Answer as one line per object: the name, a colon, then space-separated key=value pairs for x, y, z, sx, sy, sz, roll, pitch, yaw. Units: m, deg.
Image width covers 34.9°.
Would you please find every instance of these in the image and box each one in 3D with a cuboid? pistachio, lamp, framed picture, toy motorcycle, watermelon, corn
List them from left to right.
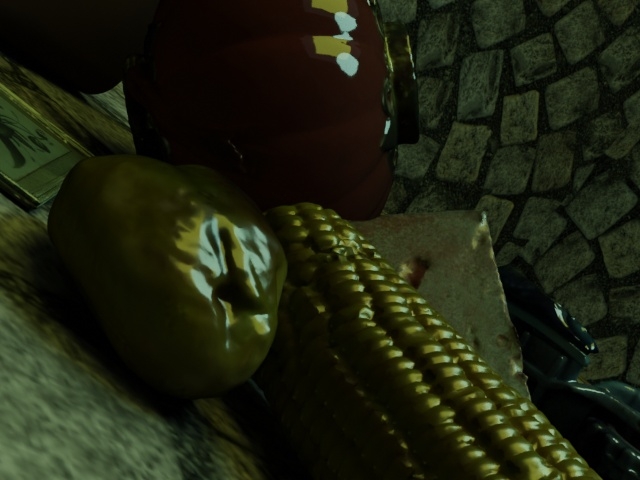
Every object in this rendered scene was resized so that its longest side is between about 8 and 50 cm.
framed picture: x=-0.241 y=-0.093 z=0.710 sx=0.173 sy=0.010 sz=0.231 roll=39 pitch=7 yaw=-10
pistachio: x=-0.086 y=0.002 z=0.546 sx=0.110 sy=0.100 sz=0.189 roll=41 pitch=6 yaw=-38
lamp: x=-0.042 y=-0.126 z=0.927 sx=0.303 sy=0.257 sz=0.303 roll=170 pitch=-90 yaw=-89
watermelon: x=0.063 y=0.058 z=0.751 sx=0.256 sy=0.176 sz=0.260 roll=42 pitch=-9 yaw=13
corn: x=0.051 y=0.103 z=0.533 sx=0.120 sy=0.120 sz=0.363 roll=33 pitch=13 yaw=-44
toy motorcycle: x=0.219 y=0.136 z=1.021 sx=0.416 sy=0.172 sz=0.232 roll=34 pitch=8 yaw=36

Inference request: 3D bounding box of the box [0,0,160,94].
box: x=-0.244 y=-0.354 z=1.044 sx=0.239 sy=0.339 sz=0.229 roll=45 pitch=6 yaw=39
